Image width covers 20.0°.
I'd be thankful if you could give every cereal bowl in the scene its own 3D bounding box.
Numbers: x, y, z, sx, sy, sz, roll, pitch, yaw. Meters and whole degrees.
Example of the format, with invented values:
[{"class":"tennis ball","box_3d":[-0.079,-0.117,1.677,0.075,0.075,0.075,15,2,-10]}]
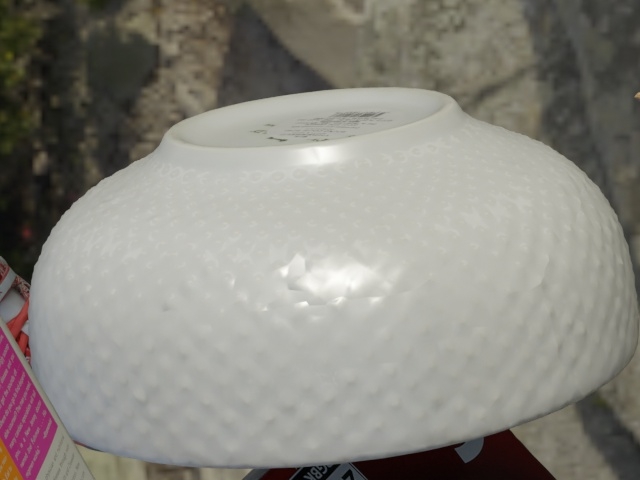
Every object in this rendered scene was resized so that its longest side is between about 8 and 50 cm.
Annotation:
[{"class":"cereal bowl","box_3d":[0.000,0.000,0.994,0.339,0.339,0.141,15,116,56]}]

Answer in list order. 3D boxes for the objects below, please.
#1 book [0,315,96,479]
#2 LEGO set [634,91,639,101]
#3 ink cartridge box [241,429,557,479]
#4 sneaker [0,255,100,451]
[{"class":"book","box_3d":[-0.102,0.055,0.496,0.035,0.096,0.144,-19,112,19]},{"class":"LEGO set","box_3d":[0.394,-0.195,1.428,0.255,0.331,0.192,11,125,40]},{"class":"ink cartridge box","box_3d":[0.034,0.241,0.929,0.272,0.309,0.130,47,131,2]},{"class":"sneaker","box_3d":[-0.262,0.079,1.563,0.270,0.090,0.145,34,166,28]}]
